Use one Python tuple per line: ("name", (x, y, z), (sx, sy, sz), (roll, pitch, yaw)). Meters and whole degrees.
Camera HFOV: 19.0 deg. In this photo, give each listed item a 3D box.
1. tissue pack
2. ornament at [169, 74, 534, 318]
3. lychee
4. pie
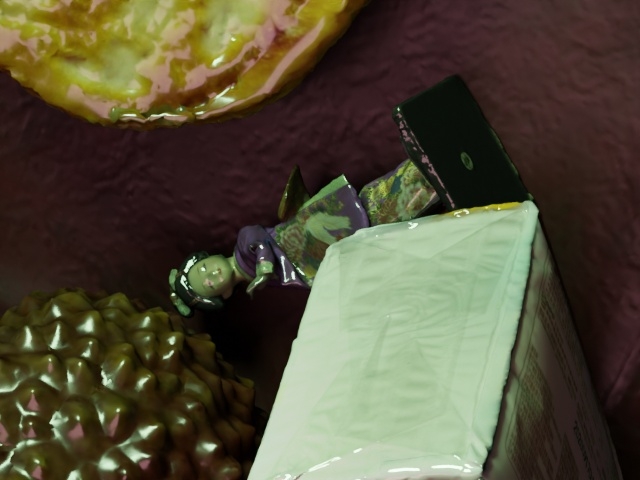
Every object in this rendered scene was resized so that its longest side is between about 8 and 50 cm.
("tissue pack", (0.068, 0.129, 0.897), (0.124, 0.185, 0.225), (-9, 124, 20))
("ornament", (-0.001, 0.001, 0.987), (0.203, 0.081, 0.088), (-27, 92, 24))
("lychee", (-0.121, 0.171, 0.974), (0.267, 0.267, 0.267), (5, 104, 19))
("pie", (-0.089, -0.208, 0.933), (0.315, 0.092, 0.315), (0, 114, 1))
